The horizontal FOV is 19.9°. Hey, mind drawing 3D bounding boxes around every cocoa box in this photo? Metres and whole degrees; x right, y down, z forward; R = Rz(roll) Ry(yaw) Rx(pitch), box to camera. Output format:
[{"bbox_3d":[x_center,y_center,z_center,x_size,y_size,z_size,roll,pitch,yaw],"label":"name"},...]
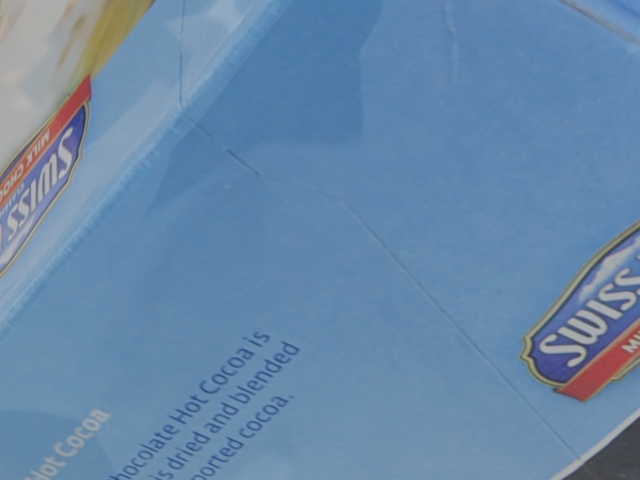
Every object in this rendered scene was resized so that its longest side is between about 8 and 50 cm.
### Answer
[{"bbox_3d":[0.000,0.000,0.509,0.228,0.231,0.347,24,-49,-25],"label":"cocoa box"}]
